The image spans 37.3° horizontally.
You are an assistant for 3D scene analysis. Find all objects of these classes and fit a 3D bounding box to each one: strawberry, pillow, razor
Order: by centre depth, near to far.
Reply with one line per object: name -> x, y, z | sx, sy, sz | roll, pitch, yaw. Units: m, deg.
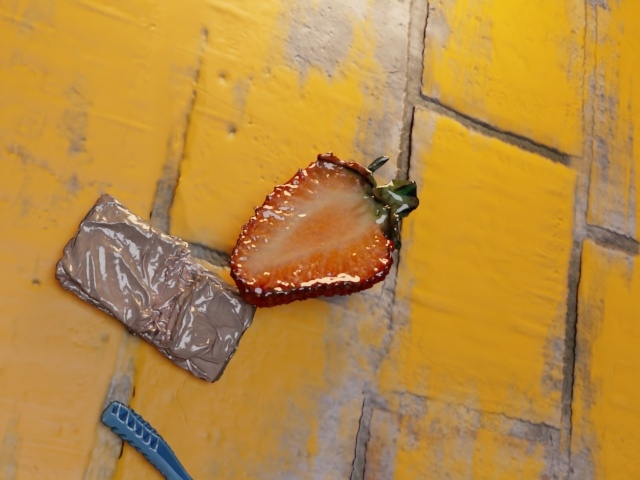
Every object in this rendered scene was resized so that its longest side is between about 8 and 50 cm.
razor -> -0.157, 0.280, 1.118 | 0.253, 0.042, 0.082 | 43, 19, -10
pillow -> -0.194, 0.058, 1.154 | 0.248, 0.049, 0.135 | 37, 62, -14
strawberry -> 0.000, 0.000, 1.243 | 0.286, 0.106, 0.188 | -28, 73, -24
